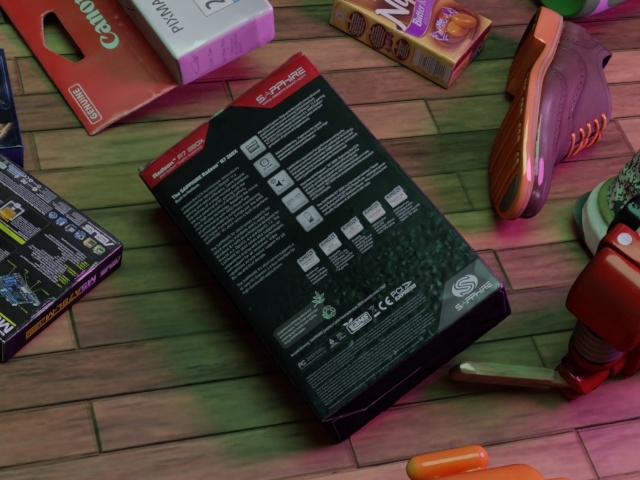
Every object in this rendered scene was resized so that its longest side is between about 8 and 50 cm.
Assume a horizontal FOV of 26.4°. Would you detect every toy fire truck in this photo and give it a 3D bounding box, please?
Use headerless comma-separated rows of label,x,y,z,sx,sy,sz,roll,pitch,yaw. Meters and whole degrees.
toy fire truck,0.276,0.089,1.431,0.158,0.217,0.246,40,68,21

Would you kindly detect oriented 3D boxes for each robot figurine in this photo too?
robot figurine,0.142,0.280,1.284,0.219,0.128,0.158,-7,92,-19

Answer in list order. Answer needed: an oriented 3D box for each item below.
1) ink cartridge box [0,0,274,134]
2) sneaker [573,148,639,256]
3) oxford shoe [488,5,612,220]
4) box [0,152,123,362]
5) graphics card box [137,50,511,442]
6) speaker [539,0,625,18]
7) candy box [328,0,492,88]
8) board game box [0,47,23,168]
ink cartridge box,-0.242,-0.305,1.668,0.261,0.066,0.296,-31,65,-14
sneaker,0.464,0.036,1.525,0.158,0.182,0.410,-30,63,-32
oxford shoe,0.297,-0.153,1.684,0.133,0.130,0.363,22,49,-3
box,-0.340,0.012,1.448,0.191,0.045,0.184,34,54,14
graphics card box,0.000,0.000,1.448,0.233,0.094,0.371,-37,62,-5
speaker,0.439,-0.410,1.929,0.296,0.131,0.131,-26,61,-30
candy box,0.118,-0.288,1.801,0.187,0.053,0.109,30,51,14
board game box,-0.471,-0.142,1.545,0.243,0.042,0.165,-6,52,-18
